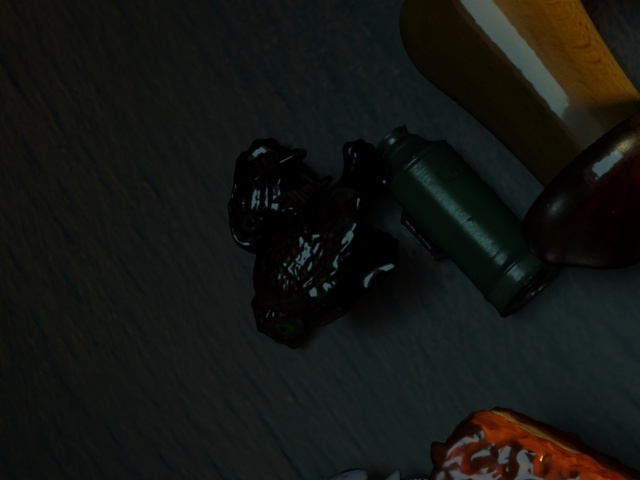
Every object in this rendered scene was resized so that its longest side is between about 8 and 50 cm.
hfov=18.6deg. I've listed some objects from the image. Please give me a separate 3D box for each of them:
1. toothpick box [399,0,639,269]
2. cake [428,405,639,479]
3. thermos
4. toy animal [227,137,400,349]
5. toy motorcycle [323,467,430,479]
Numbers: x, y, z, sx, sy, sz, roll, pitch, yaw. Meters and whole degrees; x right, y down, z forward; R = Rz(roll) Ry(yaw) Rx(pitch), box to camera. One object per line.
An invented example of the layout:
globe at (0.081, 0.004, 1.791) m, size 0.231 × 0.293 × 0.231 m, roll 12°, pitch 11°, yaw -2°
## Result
toothpick box at (0.201, -0.113, 1.638) m, size 0.192 × 0.192 × 0.294 m, roll -41°, pitch 70°, yaw 9°
cake at (0.193, 0.298, 1.526) m, size 0.270 × 0.319 × 0.269 m, roll 26°, pitch 92°, yaw 14°
thermos at (0.123, -0.023, 1.711) m, size 0.073 × 0.083 × 0.188 m, roll -38°, pitch 74°, yaw -13°
toy animal at (-0.003, 0.008, 1.731) m, size 0.218 × 0.116 × 0.179 m, roll 40°, pitch 135°, yaw 40°
toy motorcycle at (0.018, 0.291, 1.694) m, size 0.150 × 0.102 × 0.221 m, roll 22°, pitch 91°, yaw 4°
